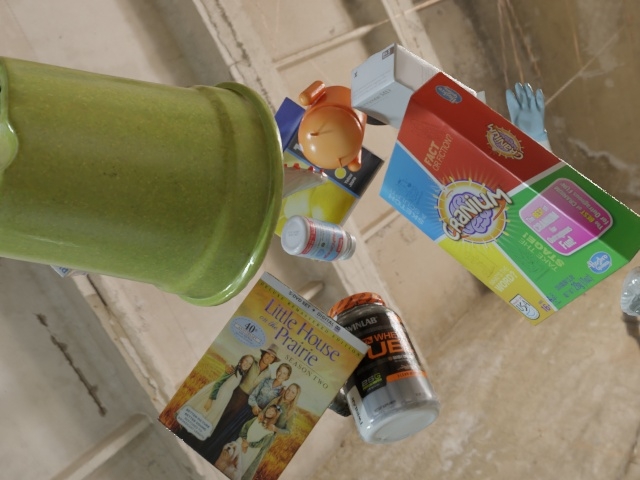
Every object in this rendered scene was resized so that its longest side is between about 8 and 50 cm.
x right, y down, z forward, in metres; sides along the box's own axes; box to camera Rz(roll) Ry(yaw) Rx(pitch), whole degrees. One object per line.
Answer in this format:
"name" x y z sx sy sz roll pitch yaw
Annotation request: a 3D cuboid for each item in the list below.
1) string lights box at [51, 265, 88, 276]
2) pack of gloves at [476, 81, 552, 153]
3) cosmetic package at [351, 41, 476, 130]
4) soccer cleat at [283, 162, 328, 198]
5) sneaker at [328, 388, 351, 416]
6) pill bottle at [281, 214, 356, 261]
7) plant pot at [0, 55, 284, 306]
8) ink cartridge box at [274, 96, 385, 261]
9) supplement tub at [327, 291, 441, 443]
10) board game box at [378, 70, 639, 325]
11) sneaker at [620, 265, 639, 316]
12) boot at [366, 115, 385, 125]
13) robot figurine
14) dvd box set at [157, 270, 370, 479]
"string lights box" -0.424 -0.043 1.052 0.077 0.133 0.259 45 -97 -4
"pack of gloves" 0.399 -0.216 1.131 0.046 0.195 0.232 -45 -59 -74
"cosmetic package" 0.178 -0.263 0.975 0.231 0.117 0.085 13 -109 -35
"soccer cleat" -0.072 -0.113 1.042 0.196 0.068 0.076 -6 -69 -36
"sneaker" 0.099 0.477 1.703 0.130 0.087 0.227 40 -143 -15
"pill bottle" 0.000 0.000 1.142 0.160 0.087 0.087 12 -98 -40
"plant pot" -0.223 -0.068 0.559 0.254 0.276 0.276 7 -95 -44
"ink cartridge box" -0.047 -0.156 1.305 0.303 0.307 0.072 -58 -7 11
"supplement tub" 0.142 0.310 1.307 0.207 0.207 0.338 16 -142 -39
"board game box" 0.236 -0.045 0.722 0.316 0.242 0.064 42 -112 16
"sneaker" 0.561 0.077 0.867 0.232 0.090 0.115 31 -119 -39
"boot" 0.225 -0.435 1.658 0.082 0.219 0.106 44 -121 -33
"robot figurine" 0.024 -0.223 1.023 0.219 0.128 0.158 -78 -8 -53
"dvd box set" -0.127 0.327 1.202 0.308 0.062 0.420 36 -95 9
